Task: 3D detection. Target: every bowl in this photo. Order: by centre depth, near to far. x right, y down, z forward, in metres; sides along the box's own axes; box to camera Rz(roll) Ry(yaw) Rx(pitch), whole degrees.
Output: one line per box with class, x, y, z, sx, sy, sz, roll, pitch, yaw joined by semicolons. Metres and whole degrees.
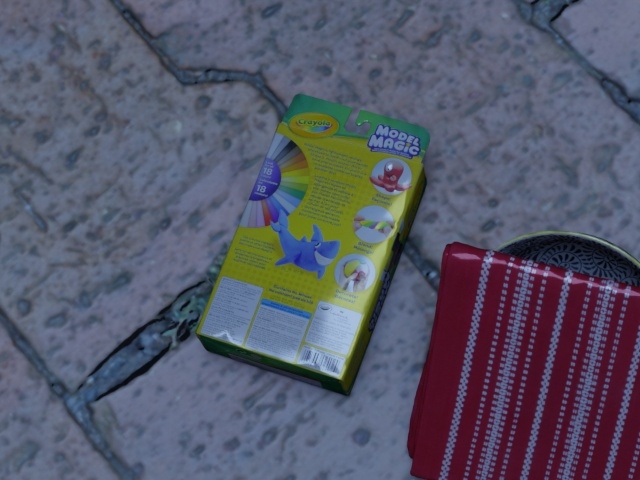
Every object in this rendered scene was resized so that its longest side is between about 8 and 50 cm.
bowl;0.194;0.057;1.367;0.170;0.080;0.170;8;116;17

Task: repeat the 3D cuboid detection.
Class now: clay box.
clay box;0.000;0.000;1.446;0.127;0.053;0.222;17;72;14

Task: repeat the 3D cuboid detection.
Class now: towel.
towel;0.205;0.118;1.326;0.275;0.031;0.198;14;114;13
